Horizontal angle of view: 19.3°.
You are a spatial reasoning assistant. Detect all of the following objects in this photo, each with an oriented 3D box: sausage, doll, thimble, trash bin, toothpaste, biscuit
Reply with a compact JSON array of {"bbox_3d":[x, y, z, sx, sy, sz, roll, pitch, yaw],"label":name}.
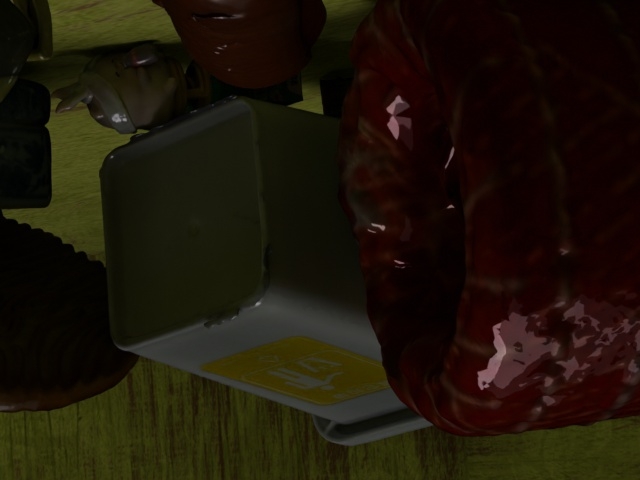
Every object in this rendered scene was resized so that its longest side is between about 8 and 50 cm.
[{"bbox_3d":[-0.048,-0.149,1.120,0.102,0.102,0.330,-4,176,1],"label":"sausage"},{"bbox_3d":[-0.152,-0.127,1.515,0.127,0.073,0.084,-7,144,-23],"label":"doll"},{"bbox_3d":[0.161,-0.032,1.330,0.230,0.350,0.350,-5,176,-14],"label":"thimble"},{"bbox_3d":[0.000,0.000,1.603,0.255,0.296,0.367,-18,158,36],"label":"trash bin"},{"bbox_3d":[-0.073,-0.129,1.659,0.037,0.043,0.178,-5,176,-30],"label":"toothpaste"},{"bbox_3d":[-0.297,0.045,1.538,0.318,0.040,0.318,15,-156,-7],"label":"biscuit"}]

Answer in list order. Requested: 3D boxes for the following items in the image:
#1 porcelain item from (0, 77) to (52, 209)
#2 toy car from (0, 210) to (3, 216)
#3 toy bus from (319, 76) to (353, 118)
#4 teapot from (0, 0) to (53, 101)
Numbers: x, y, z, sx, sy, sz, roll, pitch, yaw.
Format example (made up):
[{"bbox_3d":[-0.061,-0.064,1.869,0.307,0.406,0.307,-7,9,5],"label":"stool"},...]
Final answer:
[{"bbox_3d":[-0.297,-0.081,1.568,0.147,0.114,0.147,0,-179,0],"label":"porcelain item"},{"bbox_3d":[-0.417,-0.006,1.902,0.204,0.198,0.248,-6,176,7],"label":"toy car"},{"bbox_3d":[0.019,-0.123,1.758,0.037,0.052,0.131,-6,175,0],"label":"toy bus"},{"bbox_3d":[-0.213,-0.129,1.044,0.130,0.119,0.165,2,-172,34],"label":"teapot"}]
